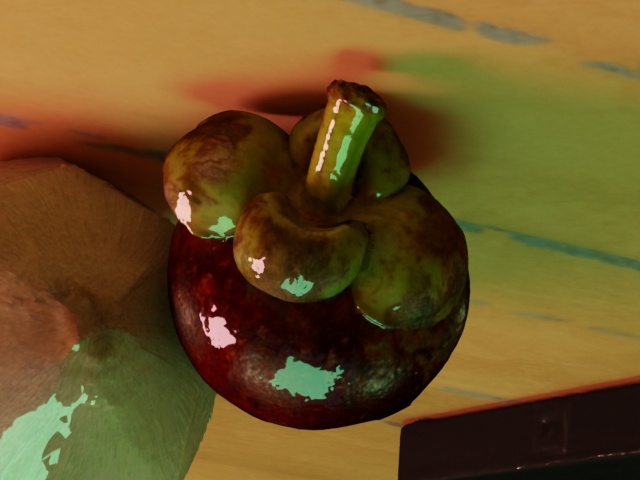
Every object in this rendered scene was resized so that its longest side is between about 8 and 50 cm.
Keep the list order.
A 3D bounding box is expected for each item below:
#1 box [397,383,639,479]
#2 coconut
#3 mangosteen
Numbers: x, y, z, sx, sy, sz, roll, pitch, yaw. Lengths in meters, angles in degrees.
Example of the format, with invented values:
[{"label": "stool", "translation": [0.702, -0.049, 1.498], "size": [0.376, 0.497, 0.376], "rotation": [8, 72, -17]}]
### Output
[{"label": "box", "translation": [0.239, 0.160, 1.462], "size": [0.211, 0.058, 0.350], "rotation": [18, 157, -39]}, {"label": "coconut", "translation": [-0.157, 0.058, 1.039], "size": [0.224, 0.224, 0.234], "rotation": [9, 162, -12]}, {"label": "mangosteen", "translation": [-0.001, 0.012, 0.943], "size": [0.155, 0.146, 0.181], "rotation": [5, 161, -7]}]
